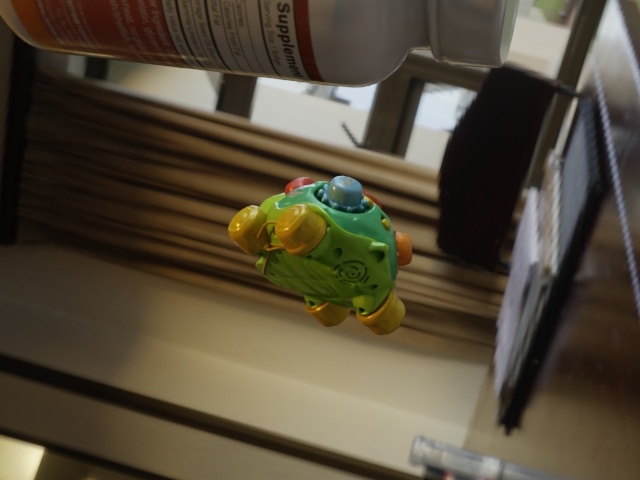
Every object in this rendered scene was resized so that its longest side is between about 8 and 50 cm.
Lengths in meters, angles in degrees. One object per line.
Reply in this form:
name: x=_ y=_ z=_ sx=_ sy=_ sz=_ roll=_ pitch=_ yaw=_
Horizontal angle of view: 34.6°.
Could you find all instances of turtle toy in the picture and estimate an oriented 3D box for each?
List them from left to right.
turtle toy: x=0.000 y=0.000 z=0.593 sx=0.130 sy=0.095 sz=0.066 roll=3 pitch=53 yaw=55

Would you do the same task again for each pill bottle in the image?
pill bottle: x=-0.024 y=-0.131 z=0.441 sx=0.121 sy=0.216 sz=0.121 roll=8 pitch=-90 yaw=-77
